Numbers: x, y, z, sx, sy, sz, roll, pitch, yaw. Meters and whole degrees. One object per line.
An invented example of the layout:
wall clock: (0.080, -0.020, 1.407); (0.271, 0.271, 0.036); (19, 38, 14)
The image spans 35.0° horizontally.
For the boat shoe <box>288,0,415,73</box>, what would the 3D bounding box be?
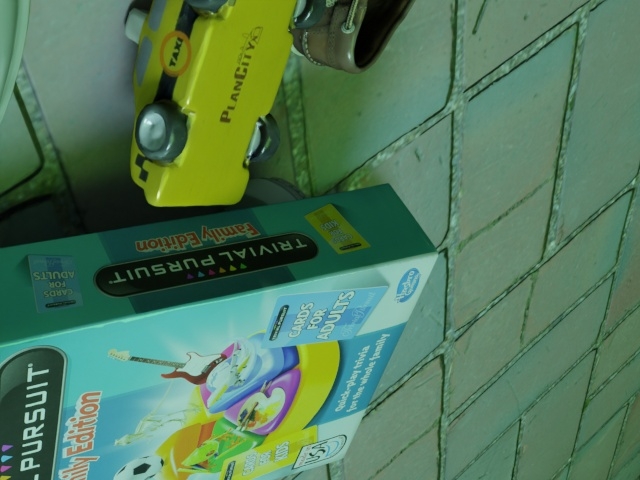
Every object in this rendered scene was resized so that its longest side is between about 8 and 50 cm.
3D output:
boat shoe: (0.073, -0.227, 0.716); (0.257, 0.095, 0.095); (-56, 149, 5)

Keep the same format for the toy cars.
toy cars: (-0.091, -0.187, 0.561); (0.176, 0.087, 0.394); (-43, 145, -24)

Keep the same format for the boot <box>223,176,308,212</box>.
boot: (0.000, 0.000, 0.876); (0.123, 0.095, 0.258); (-51, 155, -22)

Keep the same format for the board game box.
board game box: (-0.107, 0.099, 0.720); (0.336, 0.079, 0.254); (-11, 140, -29)

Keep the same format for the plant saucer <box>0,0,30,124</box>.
plant saucer: (-0.279, -0.066, 0.416); (0.400, 0.100, 0.401); (-33, 143, -28)
